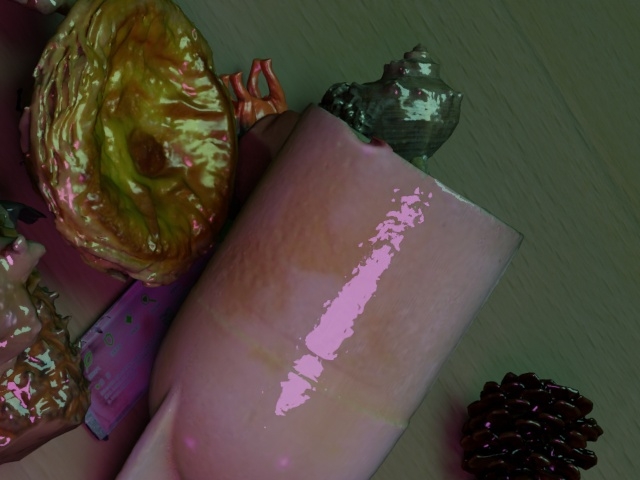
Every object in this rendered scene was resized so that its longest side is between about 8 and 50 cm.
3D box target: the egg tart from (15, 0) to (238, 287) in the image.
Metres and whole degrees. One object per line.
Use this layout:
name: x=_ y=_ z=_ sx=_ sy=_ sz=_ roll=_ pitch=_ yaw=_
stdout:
egg tart: x=-0.187 y=-0.095 z=1.357 sx=0.295 sy=0.116 sz=0.294 roll=19 pitch=68 yaw=-56

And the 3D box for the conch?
conch: x=0.068 y=-0.104 z=1.643 sx=0.178 sy=0.163 sz=0.245 roll=15 pitch=92 yaw=-74

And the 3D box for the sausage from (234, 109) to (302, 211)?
sausage: x=0.000 y=0.000 z=1.523 sx=0.152 sy=0.152 sz=0.279 roll=-11 pitch=82 yaw=-51

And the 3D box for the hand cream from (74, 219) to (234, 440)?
hand cream: x=-0.154 y=0.076 z=1.402 sx=0.079 sy=0.050 sz=0.275 roll=38 pitch=48 yaw=3

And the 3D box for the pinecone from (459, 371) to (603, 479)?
pinecone: x=0.236 y=0.250 z=1.673 sx=0.163 sy=0.163 sz=0.165 roll=43 pitch=46 yaw=-28

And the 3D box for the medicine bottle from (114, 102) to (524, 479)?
medicine bottle: x=-0.017 y=0.103 z=1.336 sx=0.236 sy=0.236 sz=0.406 roll=29 pitch=95 yaw=-38

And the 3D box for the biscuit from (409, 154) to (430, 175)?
biscuit: x=0.103 y=0.044 z=1.581 sx=0.133 sy=0.032 sz=0.250 roll=-89 pitch=179 yaw=-52

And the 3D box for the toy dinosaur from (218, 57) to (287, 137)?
toy dinosaur: x=-0.062 y=-0.149 z=1.598 sx=0.279 sy=0.055 sz=0.101 roll=-20 pitch=109 yaw=-51

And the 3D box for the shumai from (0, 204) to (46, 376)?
shumai: x=-0.311 y=0.066 z=1.040 sx=0.262 sy=0.267 sz=0.314 roll=-27 pitch=112 yaw=-44

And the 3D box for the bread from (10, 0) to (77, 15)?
bread: x=-0.279 y=-0.330 z=1.358 sx=0.274 sy=0.149 sz=0.274 roll=15 pitch=68 yaw=-42

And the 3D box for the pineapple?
pineapple: x=-0.292 y=0.028 z=1.200 sx=0.170 sy=0.141 sz=0.310 roll=-14 pitch=76 yaw=-46
